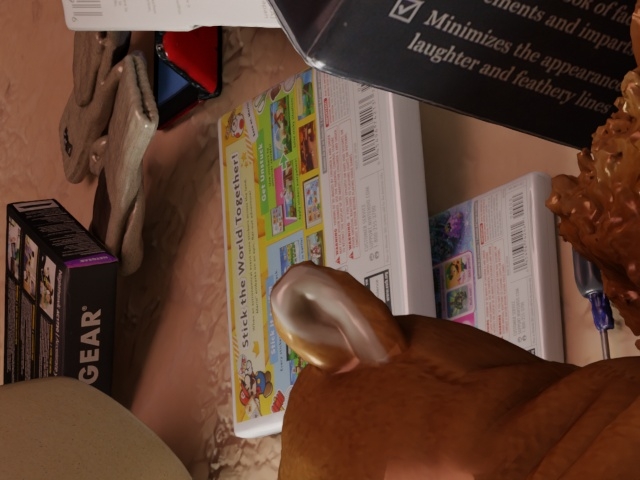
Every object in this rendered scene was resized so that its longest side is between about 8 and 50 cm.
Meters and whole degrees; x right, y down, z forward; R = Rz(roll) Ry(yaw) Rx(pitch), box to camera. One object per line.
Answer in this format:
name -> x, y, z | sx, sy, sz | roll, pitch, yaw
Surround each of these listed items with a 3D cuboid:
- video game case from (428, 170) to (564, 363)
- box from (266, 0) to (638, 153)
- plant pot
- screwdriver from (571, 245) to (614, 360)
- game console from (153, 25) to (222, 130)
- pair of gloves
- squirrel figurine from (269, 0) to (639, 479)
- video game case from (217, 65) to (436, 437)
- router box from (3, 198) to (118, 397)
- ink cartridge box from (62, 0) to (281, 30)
video game case -> 0.086, 0.054, 1.010 | 0.143, 0.019, 0.157 | -25, 60, 49
box -> 0.170, -0.250, 0.758 | 0.395, 0.294, 0.212 | -55, 40, 27
plant pot -> -0.192, 0.206, 1.170 | 0.191, 0.284, 0.284 | -49, 27, -24
screwdriver -> 0.155, 0.062, 0.918 | 0.024, 0.025, 0.169 | -25, 68, 48
game console -> -0.122, -0.176, 1.326 | 0.085, 0.124, 0.144 | -11, 68, 23
pair of gloves -> -0.161, -0.090, 1.353 | 0.240, 0.042, 0.204 | -109, 28, -47
squirrel figurine -> 0.158, 0.081, 0.684 | 0.370, 0.281, 0.397 | 15, 73, 49
video game case -> 0.000, 0.000, 1.097 | 0.206, 0.026, 0.227 | -23, 67, 53
router box -> -0.205, 0.074, 1.340 | 0.133, 0.046, 0.178 | 38, 129, 53
ink cartridge box -> -0.096, -0.278, 1.140 | 0.239, 0.060, 0.275 | 5, 113, 37
